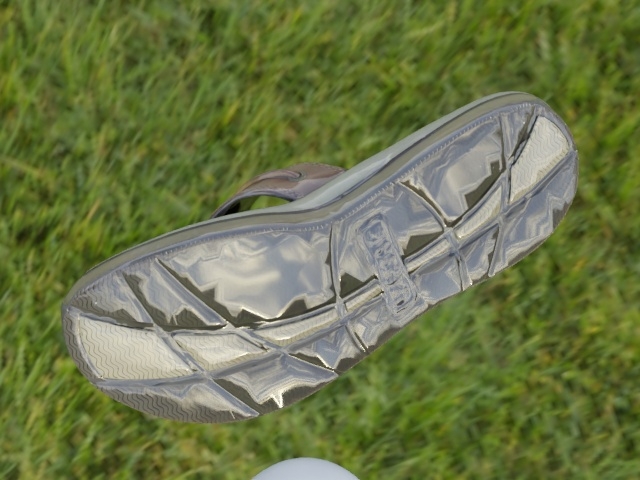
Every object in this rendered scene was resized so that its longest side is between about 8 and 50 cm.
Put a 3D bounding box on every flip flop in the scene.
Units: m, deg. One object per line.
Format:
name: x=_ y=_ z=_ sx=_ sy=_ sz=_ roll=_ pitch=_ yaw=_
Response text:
flip flop: x=0.000 y=0.000 z=0.901 sx=0.277 sy=0.080 sz=0.112 roll=-28 pitch=122 yaw=-13

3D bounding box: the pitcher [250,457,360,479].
pitcher: x=-0.039 y=0.250 z=1.326 sx=0.177 sy=0.207 sz=0.125 roll=-4 pitch=112 yaw=3
